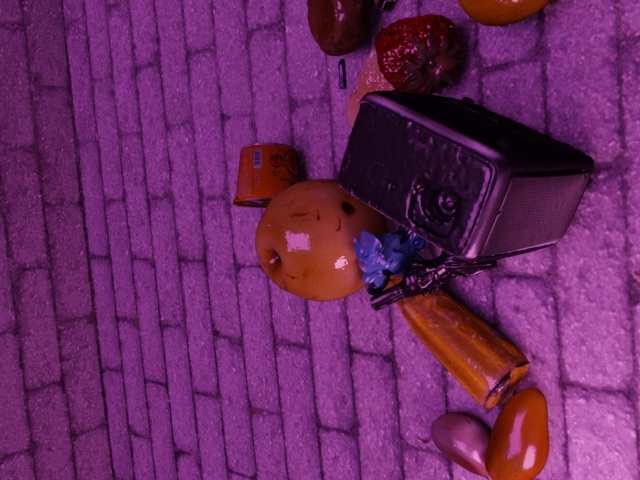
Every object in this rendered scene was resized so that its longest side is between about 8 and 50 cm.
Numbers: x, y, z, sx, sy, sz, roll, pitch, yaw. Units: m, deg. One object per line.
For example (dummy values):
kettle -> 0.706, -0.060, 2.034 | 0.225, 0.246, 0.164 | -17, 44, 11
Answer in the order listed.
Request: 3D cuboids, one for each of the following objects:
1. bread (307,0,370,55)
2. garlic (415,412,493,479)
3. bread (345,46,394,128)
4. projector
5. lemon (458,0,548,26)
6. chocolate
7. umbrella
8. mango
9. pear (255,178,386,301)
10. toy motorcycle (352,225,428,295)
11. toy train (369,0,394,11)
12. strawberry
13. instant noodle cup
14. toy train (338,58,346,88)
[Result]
bread -> 0.051, -0.602, 1.896 | 0.230, 0.123, 0.230 | 164, 90, -72
garlic -> 0.341, 0.507, 1.850 | 0.266, 0.128, 0.148 | 23, 101, 51
bread -> 0.160, -0.383, 1.908 | 0.182, 0.039, 0.251 | 44, 124, 31
projector -> 0.315, -0.153, 1.537 | 0.395, 0.405, 0.242 | 33, 117, 37
lemon -> 0.391, -0.565, 1.522 | 0.240, 0.240, 0.219 | 28, 135, 38
chocolate -> 0.310, 0.210, 1.777 | 0.445, 0.162, 0.162 | 45, 125, 32
umbrella -> 0.271, 0.080, 1.752 | 0.340, 0.118, 0.118 | -30, 74, 16
mango -> 0.472, 0.465, 1.692 | 0.138, 0.113, 0.253 | 25, 105, 37
pear -> 0.000, 0.000, 1.939 | 0.348, 0.348, 0.348 | 9, 103, 43
toy motorcycle -> 0.186, 0.002, 1.785 | 0.272, 0.182, 0.123 | -47, 46, -12
toy train -> 0.173, -0.651, 1.845 | 0.087, 0.050, 0.138 | 43, 124, 27
strawberry -> 0.219, -0.467, 1.749 | 0.244, 0.205, 0.205 | 59, 134, 48
instant noodle cup -> -0.154, -0.190, 2.142 | 0.215, 0.215, 0.172 | -5, 84, 45
toy train -> 0.059, -0.465, 2.009 | 0.017, 0.017, 0.083 | 0, 96, 43
